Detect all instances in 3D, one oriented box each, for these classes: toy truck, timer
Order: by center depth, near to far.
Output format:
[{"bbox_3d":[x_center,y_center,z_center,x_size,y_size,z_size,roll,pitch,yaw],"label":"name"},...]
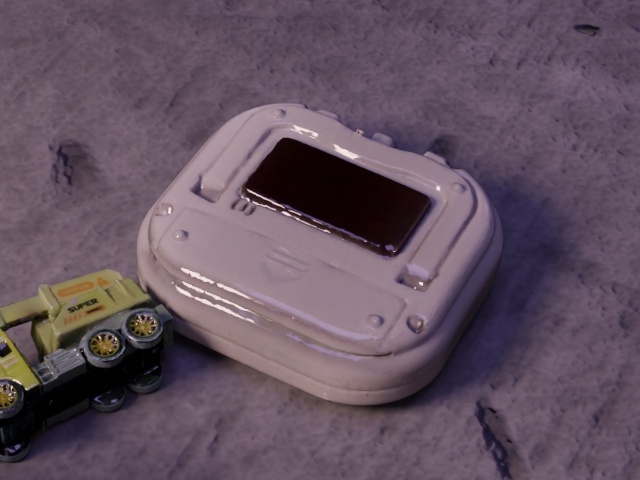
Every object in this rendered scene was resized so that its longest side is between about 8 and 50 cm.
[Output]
[{"bbox_3d":[-0.195,0.082,1.206,0.169,0.077,0.100,-26,59,-22],"label":"toy truck"},{"bbox_3d":[0.000,0.001,1.281,0.262,0.087,0.237,23,51,15],"label":"timer"}]
